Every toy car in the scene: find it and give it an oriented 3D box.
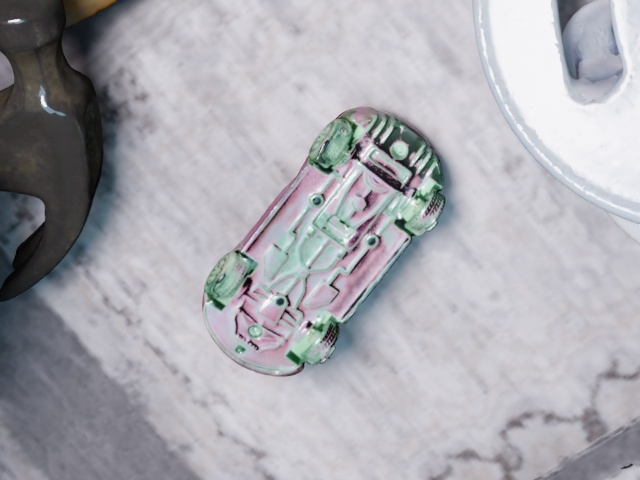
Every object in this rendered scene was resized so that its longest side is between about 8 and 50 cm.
[{"bbox_3d":[0.000,0.000,0.847,0.069,0.055,0.142,36,102,-15],"label":"toy car"}]

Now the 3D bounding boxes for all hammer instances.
[{"bbox_3d":[-0.320,-0.052,0.867,0.439,0.044,0.168,2,129,11],"label":"hammer"}]

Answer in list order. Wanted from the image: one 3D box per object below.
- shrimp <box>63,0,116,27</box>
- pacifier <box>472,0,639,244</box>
[{"bbox_3d":[-0.109,-0.197,0.782,0.287,0.063,0.152,-40,103,23],"label":"shrimp"},{"bbox_3d":[0.192,-0.094,0.690,0.278,0.207,0.228,-8,88,15],"label":"pacifier"}]
